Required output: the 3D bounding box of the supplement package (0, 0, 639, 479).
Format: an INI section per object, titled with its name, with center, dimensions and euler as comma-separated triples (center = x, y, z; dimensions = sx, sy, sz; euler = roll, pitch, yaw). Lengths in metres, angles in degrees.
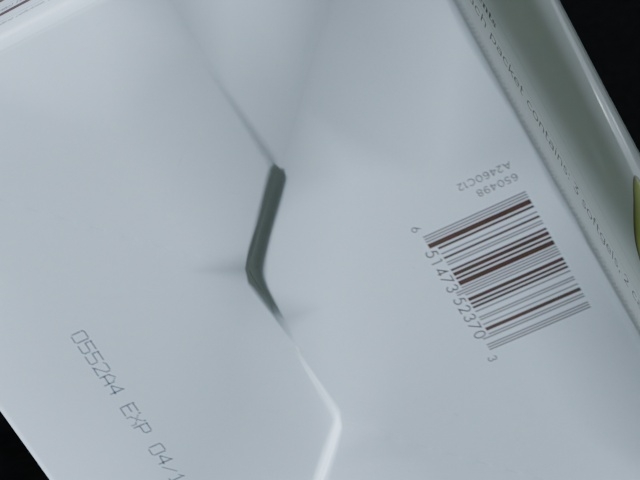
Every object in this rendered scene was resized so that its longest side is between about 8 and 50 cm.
[supplement package]
center = 0.000, 0.000, 0.678
dimensions = 0.204, 0.145, 0.262
euler = -24, -67, 18
